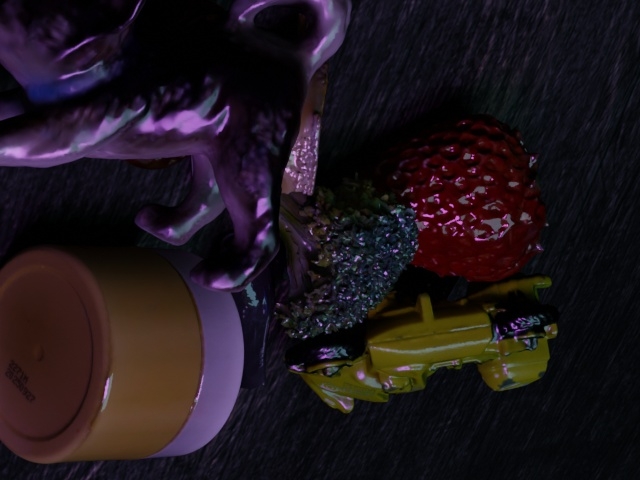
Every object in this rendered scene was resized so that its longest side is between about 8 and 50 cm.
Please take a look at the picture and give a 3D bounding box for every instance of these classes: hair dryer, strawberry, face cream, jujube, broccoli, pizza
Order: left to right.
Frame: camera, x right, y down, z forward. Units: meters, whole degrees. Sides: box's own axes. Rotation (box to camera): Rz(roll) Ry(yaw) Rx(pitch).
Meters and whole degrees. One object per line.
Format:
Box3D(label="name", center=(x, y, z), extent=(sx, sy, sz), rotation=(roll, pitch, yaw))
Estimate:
Box3D(label="face cream", center=(-0.215, 0.113, 1.916), extent=(0.179, 0.218, 0.218), rotation=(3, 123, -47))
Box3D(label="jujube", center=(-0.137, -0.147, 1.828), extent=(0.176, 0.112, 0.109), rotation=(-51, -171, 15))
Box3D(label="pizza", center=(-0.034, -0.151, 1.918), extent=(0.081, 0.188, 0.204), rotation=(7, 109, -4))
Box3D(label="hair dryer", center=(-0.032, 0.047, 2.180), extent=(0.219, 0.075, 0.195), rotation=(-33, 133, -35))
Box3D(label="broccoli", center=(0.000, 0.000, 2.054), extent=(0.194, 0.194, 0.219), rotation=(-37, 169, -13))
Box3D(label="jujube", center=(0.125, 0.061, 2.354), extent=(0.129, 0.077, 0.077), rotation=(-51, 146, 7))
Box3D(label="strawberry", center=(0.129, -0.045, 2.184), extent=(0.244, 0.205, 0.205), rotation=(-7, 135, -12))

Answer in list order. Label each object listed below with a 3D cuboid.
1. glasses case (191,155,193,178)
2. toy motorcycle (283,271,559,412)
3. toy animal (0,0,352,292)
Box3D(label="glasses case", center=(-0.101, -0.111, 1.961), extent=(0.063, 0.041, 0.164), rotation=(-29, 143, -30))
Box3D(label="toy motorcycle", center=(0.111, 0.123, 2.245), extent=(0.342, 0.206, 0.142), rotation=(-8, 91, -15))
Box3D(label="toy animal", center=(-0.159, -0.160, 1.672), extent=(0.344, 0.194, 0.302), rotation=(25, 97, -17))
